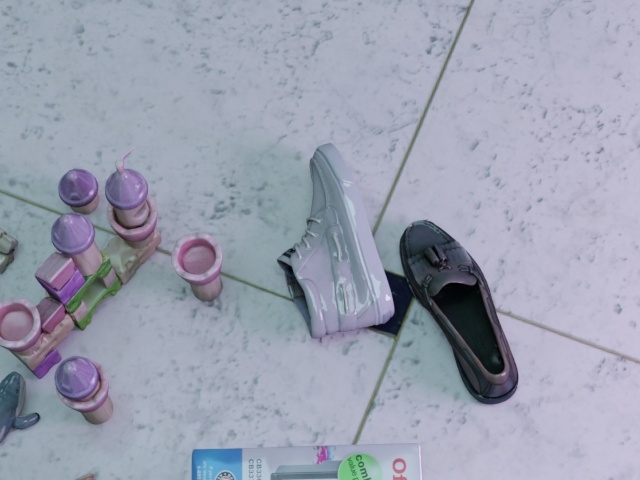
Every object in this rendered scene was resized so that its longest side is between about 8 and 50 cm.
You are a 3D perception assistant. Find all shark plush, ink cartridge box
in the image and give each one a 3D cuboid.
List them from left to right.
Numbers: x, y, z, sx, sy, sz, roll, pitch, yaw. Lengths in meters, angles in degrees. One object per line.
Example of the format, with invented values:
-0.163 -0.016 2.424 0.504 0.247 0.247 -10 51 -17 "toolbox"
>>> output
-0.436 0.235 2.036 0.161 0.067 0.073 -39 71 -12 "shark plush"
-0.009 0.359 1.893 0.270 0.197 0.198 -3 68 2 "ink cartridge box"

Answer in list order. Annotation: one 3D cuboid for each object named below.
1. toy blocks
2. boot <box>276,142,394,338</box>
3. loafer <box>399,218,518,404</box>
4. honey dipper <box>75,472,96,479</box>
-0.321 0.026 2.011 0.309 0.260 0.288 37 75 16 "toy blocks"
0.000 0.000 2.090 0.123 0.095 0.258 -15 69 -10 "boot"
0.183 0.079 2.056 0.096 0.084 0.268 -24 69 -6 "loafer"
-0.265 0.368 1.996 0.030 0.030 0.161 -25 72 -7 "honey dipper"
